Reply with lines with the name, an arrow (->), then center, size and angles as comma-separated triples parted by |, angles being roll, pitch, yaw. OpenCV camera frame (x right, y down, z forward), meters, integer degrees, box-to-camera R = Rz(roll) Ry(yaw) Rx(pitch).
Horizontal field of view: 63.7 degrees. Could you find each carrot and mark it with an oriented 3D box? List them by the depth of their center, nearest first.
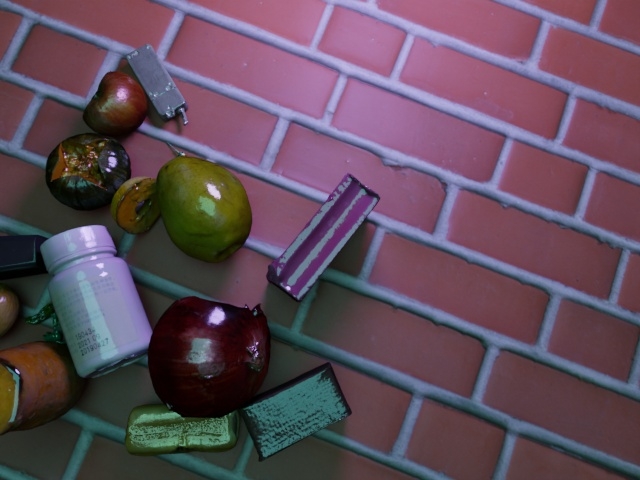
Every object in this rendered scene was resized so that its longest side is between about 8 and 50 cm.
carrot -> -0.753, 0.370, 1.308 | 0.224, 0.341, 0.224 | 0, 81, -1

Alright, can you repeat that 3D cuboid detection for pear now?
pear -> -0.329, -0.092, 1.453 | 0.252, 0.253, 0.307 | -33, 72, -7

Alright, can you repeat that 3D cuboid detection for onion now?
onion -> -0.291, 0.302, 1.333 | 0.340, 0.341, 0.342 | 0, 81, -2

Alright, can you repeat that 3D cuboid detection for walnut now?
walnut -> -0.920, 0.202, 1.433 | 0.144, 0.144, 0.180 | 28, 76, 2

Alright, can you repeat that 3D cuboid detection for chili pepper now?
chili pepper -> -0.807, 0.215, 1.493 | 0.091, 0.034, 0.030 | -35, 51, -6

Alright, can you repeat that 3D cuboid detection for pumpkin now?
pumpkin -> -0.668, -0.198, 1.496 | 0.237, 0.159, 0.238 | 1, 64, -2

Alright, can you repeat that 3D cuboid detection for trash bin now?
trash bin -> -0.882, 0.050, 1.448 | 0.225, 0.165, 0.115 | -4, 80, -5

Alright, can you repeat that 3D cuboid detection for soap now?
soap -> 0.000, 0.000, 1.452 | 0.128, 0.233, 0.360 | 38, 82, 2

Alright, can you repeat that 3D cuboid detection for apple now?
apple -> -0.603, -0.398, 1.523 | 0.160, 0.173, 0.195 | 23, 84, 4

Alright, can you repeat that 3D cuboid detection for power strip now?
power strip -> -0.494, -0.469, 1.598 | 0.093, 0.053, 0.288 | -31, 84, -8

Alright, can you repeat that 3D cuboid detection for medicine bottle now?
medicine bottle -> -0.610, 0.166, 1.412 | 0.213, 0.213, 0.379 | -22, 82, -5

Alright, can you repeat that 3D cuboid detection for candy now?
candy -> -0.445, -0.279, 1.586 | 0.083, 0.025, 0.023 | 43, 99, 11

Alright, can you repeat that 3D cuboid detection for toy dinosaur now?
toy dinosaur -> -0.730, 0.252, 1.478 | 0.132, 0.059, 0.096 | 2, 92, 4

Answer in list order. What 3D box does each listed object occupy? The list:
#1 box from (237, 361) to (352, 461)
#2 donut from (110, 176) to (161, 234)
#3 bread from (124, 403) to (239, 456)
box -> -0.068, 0.456, 1.401 | 0.273, 0.184, 0.143 | -25, 81, -5
donut -> -0.528, -0.109, 1.493 | 0.065, 0.162, 0.178 | 28, 71, 27
bread -> -0.377, 0.514, 1.425 | 0.304, 0.091, 0.142 | -2, 74, -2
